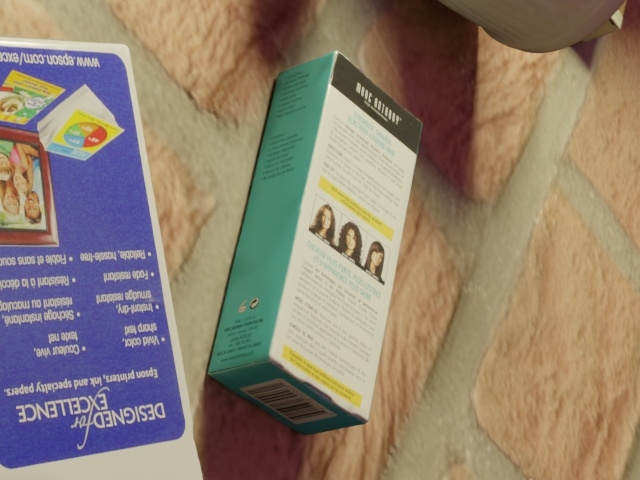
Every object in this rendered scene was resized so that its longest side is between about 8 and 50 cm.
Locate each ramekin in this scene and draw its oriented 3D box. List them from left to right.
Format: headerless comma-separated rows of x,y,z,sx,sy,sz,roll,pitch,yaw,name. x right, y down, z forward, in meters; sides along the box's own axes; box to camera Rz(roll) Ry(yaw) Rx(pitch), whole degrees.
0.158,-0.259,1.328,0.109,0.207,0.207,17,65,-34,ramekin

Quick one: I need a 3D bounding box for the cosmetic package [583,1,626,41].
0.251,-0.244,1.547,0.060,0.041,0.115,42,49,-31,cosmetic package

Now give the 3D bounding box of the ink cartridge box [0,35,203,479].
-0.204,0.039,0.909,0.304,0.072,0.307,-2,81,-50,ink cartridge box

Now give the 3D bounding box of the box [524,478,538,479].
0.221,0.347,1.286,0.293,0.073,0.295,19,64,-44,box

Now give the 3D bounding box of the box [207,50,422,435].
0.000,0.000,1.159,0.100,0.060,0.244,37,52,-36,box
